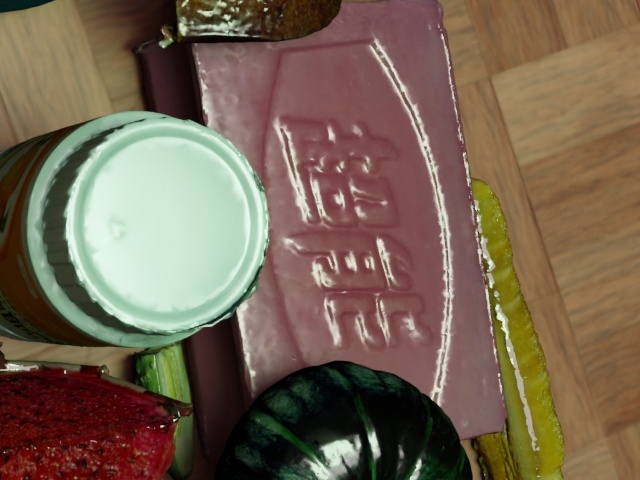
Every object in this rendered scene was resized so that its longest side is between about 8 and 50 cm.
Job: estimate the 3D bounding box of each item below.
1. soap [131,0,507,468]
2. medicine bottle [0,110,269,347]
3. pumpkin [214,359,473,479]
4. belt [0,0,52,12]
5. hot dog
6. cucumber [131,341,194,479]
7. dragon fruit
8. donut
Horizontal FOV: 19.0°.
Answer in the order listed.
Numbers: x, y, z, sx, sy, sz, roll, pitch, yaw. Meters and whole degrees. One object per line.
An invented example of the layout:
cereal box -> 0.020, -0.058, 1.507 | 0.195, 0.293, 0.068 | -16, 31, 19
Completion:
soap -> 0.000, 0.000, 1.511 | 0.233, 0.128, 0.360 | -10, 91, -25
medicine bottle -> -0.158, -0.004, 1.337 | 0.158, 0.318, 0.158 | 1, 87, -25
pumpkin -> 0.017, 0.187, 1.365 | 0.202, 0.140, 0.202 | -3, 97, -23
belt -> -0.303, -0.328, 1.369 | 0.436, 0.173, 0.300 | 11, 75, -26
hot dog -> 0.149, 0.087, 1.601 | 0.068, 0.083, 0.289 | -15, 94, -42
cucumber -> -0.125, 0.135, 1.492 | 0.035, 0.067, 0.107 | -7, 95, 13
dragon fruit -> -0.241, 0.164, 1.411 | 0.274, 0.161, 0.126 | -8, 120, -32
donut -> -0.052, -0.225, 1.437 | 0.141, 0.217, 0.085 | 1, 121, -7
